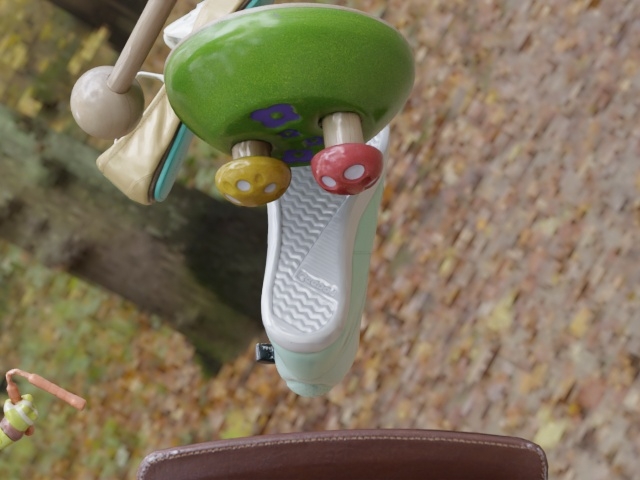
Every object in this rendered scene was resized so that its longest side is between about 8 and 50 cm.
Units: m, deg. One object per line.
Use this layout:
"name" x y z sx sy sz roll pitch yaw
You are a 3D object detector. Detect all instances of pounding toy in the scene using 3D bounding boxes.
"pounding toy" -0.041 -0.080 1.098 0.183 0.236 0.110 -36 53 50

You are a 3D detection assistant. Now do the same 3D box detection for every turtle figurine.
"turtle figurine" -0.365 0.194 1.483 0.217 0.269 0.087 112 158 -56

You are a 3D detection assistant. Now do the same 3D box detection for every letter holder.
"letter holder" 0.023 0.255 1.083 0.152 0.301 0.215 -109 19 -75

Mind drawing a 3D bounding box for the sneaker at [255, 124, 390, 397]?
"sneaker" -0.001 0.000 1.268 0.151 0.094 0.256 88 -168 -60

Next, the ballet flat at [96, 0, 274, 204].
"ballet flat" -0.119 -0.144 1.339 0.232 0.073 0.080 -61 -10 -5
